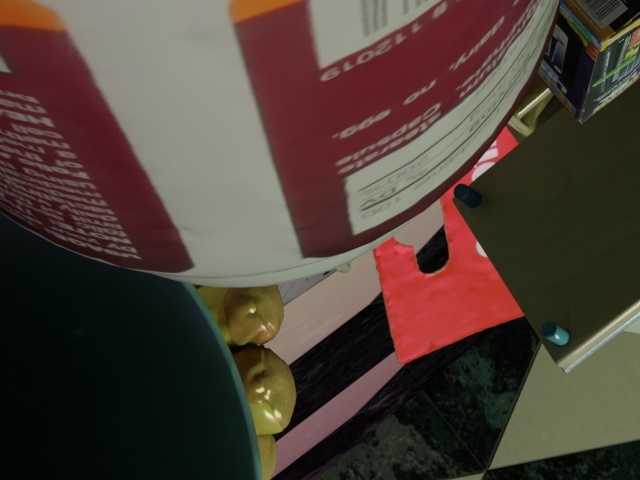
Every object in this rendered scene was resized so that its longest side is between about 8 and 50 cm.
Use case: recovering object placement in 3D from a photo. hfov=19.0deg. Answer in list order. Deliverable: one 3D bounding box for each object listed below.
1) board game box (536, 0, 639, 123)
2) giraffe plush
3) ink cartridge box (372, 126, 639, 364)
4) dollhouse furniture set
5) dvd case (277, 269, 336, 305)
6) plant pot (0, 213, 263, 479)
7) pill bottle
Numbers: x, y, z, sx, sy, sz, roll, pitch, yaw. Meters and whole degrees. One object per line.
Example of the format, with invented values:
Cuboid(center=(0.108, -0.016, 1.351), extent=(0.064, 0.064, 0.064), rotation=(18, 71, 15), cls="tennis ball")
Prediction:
Cuboid(center=(0.093, -0.149, 0.924), extent=(0.048, 0.170, 0.141), rotation=(-39, 170, -3), cls="board game box")
Cuboid(center=(-0.144, 0.095, 1.263), extent=(0.210, 0.181, 0.170), rotation=(-2, -175, 42), cls="giraffe plush")
Cuboid(center=(0.230, -0.033, 1.430), extent=(0.385, 0.091, 0.308), rotation=(-19, 138, -5), cls="ink cartridge box")
Cuboid(center=(0.154, -0.020, 1.154), extent=(0.286, 0.303, 0.198), rotation=(-41, 145, 14), cls="dollhouse furniture set")
Cuboid(center=(0.000, 0.000, 1.576), extent=(0.238, 0.029, 0.179), rotation=(-33, 167, -24), cls="dvd case")
Cuboid(center=(-0.205, 0.122, 0.807), extent=(0.293, 0.293, 0.235), rotation=(-31, -179, -33), cls="plant pot")
Cuboid(center=(-0.037, -0.115, 0.517), extent=(0.224, 0.224, 0.392), rotation=(-37, 169, -6), cls="pill bottle")
